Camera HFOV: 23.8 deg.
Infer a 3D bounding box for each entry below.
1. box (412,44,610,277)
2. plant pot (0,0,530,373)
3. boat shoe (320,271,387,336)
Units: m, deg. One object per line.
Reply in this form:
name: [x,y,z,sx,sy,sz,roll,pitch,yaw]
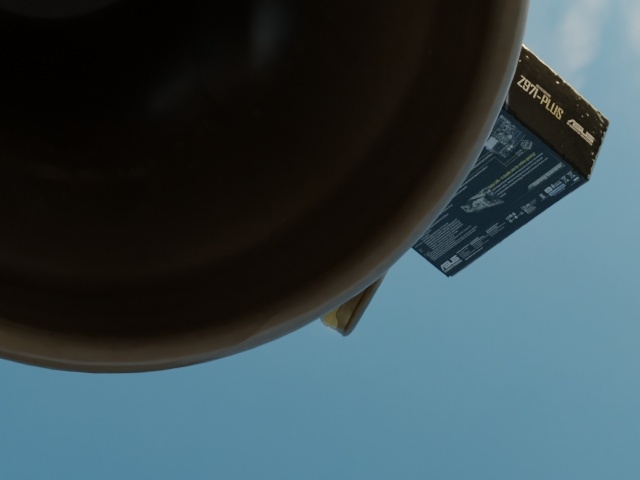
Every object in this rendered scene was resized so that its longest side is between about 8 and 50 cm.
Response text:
box: [0.113,-0.075,1.215,0.147,0.180,0.077,38,-133,-11]
plant pot: [-0.084,-0.115,0.558,0.263,0.263,0.229,-17,-155,-10]
boat shoe: [0.000,0.000,0.790,0.060,0.178,0.064,29,-84,-4]
